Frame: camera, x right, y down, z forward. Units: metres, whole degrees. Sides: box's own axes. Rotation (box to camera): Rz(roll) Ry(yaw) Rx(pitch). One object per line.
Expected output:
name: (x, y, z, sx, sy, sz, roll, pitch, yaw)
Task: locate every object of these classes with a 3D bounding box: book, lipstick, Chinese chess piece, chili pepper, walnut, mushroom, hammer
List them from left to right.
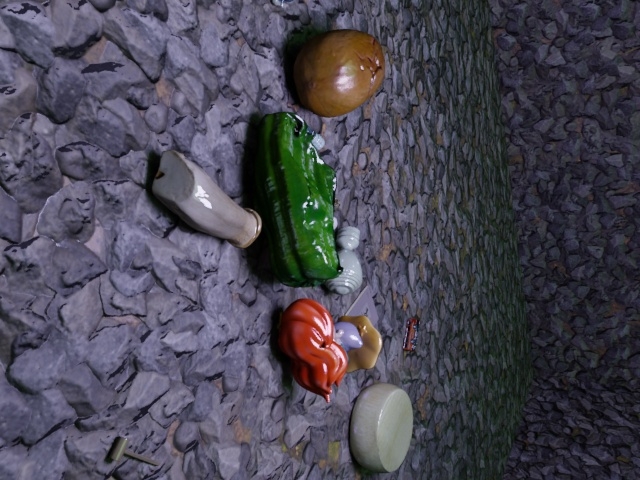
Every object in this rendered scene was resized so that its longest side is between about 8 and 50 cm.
hammer: (-0.305, 0.362, 0.878, 0.110, 0.019, 0.036, 52, 48, -45)
mushroom: (-0.208, -0.062, 0.972, 0.096, 0.108, 0.247, -45, 136, 5)
chili pepper: (-0.058, -0.078, 1.147, 0.213, 0.167, 0.385, 20, 60, -70)
lipstick: (-0.035, -0.271, 1.297, 0.116, 0.037, 0.037, 42, 55, -43)
walnut: (0.056, -0.424, 1.292, 0.298, 0.203, 0.203, -48, 128, -36)
book: (0.115, 0.232, 1.523, 0.182, 0.014, 0.127, -47, 127, -46)
Chinese chess piece: (0.180, 0.543, 1.530, 0.250, 0.101, 0.251, 3, 87, -57)

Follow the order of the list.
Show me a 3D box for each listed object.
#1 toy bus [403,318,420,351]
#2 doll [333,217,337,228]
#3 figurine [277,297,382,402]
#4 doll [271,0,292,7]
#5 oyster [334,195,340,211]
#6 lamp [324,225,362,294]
toy bus: (0.312, 0.324, 1.792, 0.031, 0.043, 0.110, 33, 63, -47)
doll: (0.000, 0.000, 1.312, 0.106, 0.062, 0.163, 34, 60, -56)
figurine: (0.012, 0.252, 1.230, 0.257, 0.181, 0.208, 16, 105, -48)
doll: (-0.084, -0.584, 1.219, 0.083, 0.050, 0.076, -42, 128, -51)
oyster: (0.032, -0.110, 1.401, 0.083, 0.019, 0.054, 60, 44, -36)
lamp: (0.064, 0.055, 1.384, 0.106, 0.106, 0.193, 49, 40, -44)
